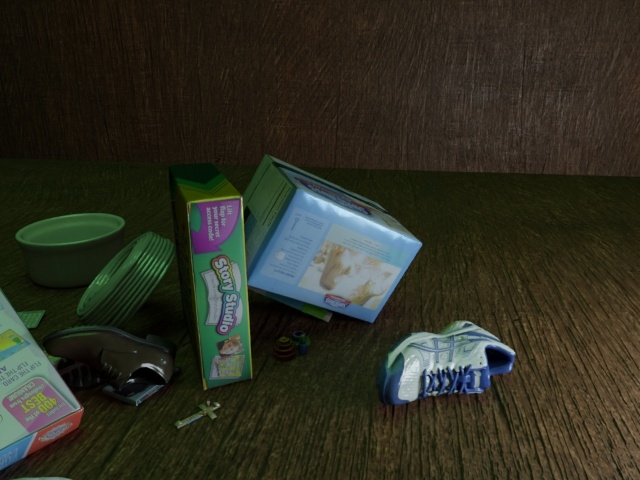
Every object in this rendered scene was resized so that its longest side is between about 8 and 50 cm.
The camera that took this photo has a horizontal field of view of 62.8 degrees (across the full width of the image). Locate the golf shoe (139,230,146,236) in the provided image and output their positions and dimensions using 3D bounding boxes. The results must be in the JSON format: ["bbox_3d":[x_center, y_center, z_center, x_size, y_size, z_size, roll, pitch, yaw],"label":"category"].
[{"bbox_3d":[-0.522,0.025,1.595,0.086,0.067,0.186,26,5,-23],"label":"golf shoe"}]

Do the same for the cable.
[{"bbox_3d":[-0.432,0.089,1.173,0.257,0.089,0.257,-44,22,10],"label":"cable"}]

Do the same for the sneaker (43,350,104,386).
[{"bbox_3d":[-0.480,0.230,0.985,0.208,0.081,0.094,-9,16,-25],"label":"sneaker"}]

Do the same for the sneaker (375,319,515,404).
[{"bbox_3d":[0.232,0.224,0.941,0.296,0.111,0.131,-16,26,-36],"label":"sneaker"}]

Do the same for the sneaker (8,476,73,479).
[{"bbox_3d":[-0.393,0.369,0.580,0.292,0.108,0.169,-5,16,-41],"label":"sneaker"}]

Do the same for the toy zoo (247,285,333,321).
[{"bbox_3d":[-0.104,0.088,1.274,0.293,0.030,0.192,24,20,-4],"label":"toy zoo"}]

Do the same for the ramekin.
[{"bbox_3d":[-0.686,0.025,1.470,0.277,0.135,0.277,0,19,0],"label":"ramekin"}]

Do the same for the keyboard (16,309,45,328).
[{"bbox_3d":[-0.773,0.190,1.195,0.256,0.014,0.072,-4,20,-8],"label":"keyboard"}]

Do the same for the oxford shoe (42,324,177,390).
[{"bbox_3d":[-0.367,0.208,0.918,0.227,0.083,0.096,15,45,-23],"label":"oxford shoe"}]

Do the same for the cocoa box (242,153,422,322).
[{"bbox_3d":[0.000,0.000,1.176,0.347,0.231,0.228,21,16,-31],"label":"cocoa box"}]

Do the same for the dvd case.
[{"bbox_3d":[-0.334,0.262,0.988,0.087,0.013,0.119,10,22,26],"label":"dvd case"}]

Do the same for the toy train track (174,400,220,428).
[{"bbox_3d":[-0.209,0.295,0.895,0.083,0.014,0.048,-19,27,-40],"label":"toy train track"}]

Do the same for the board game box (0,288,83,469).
[{"bbox_3d":[-0.569,0.218,0.819,0.316,0.064,0.242,45,39,20],"label":"board game box"}]

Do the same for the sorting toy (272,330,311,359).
[{"bbox_3d":[-0.055,0.209,1.087,0.061,0.042,0.102,11,23,29],"label":"sorting toy"}]

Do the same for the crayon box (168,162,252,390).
[{"bbox_3d":[-0.226,0.053,1.051,0.106,0.363,0.313,-7,21,-18],"label":"crayon box"}]
